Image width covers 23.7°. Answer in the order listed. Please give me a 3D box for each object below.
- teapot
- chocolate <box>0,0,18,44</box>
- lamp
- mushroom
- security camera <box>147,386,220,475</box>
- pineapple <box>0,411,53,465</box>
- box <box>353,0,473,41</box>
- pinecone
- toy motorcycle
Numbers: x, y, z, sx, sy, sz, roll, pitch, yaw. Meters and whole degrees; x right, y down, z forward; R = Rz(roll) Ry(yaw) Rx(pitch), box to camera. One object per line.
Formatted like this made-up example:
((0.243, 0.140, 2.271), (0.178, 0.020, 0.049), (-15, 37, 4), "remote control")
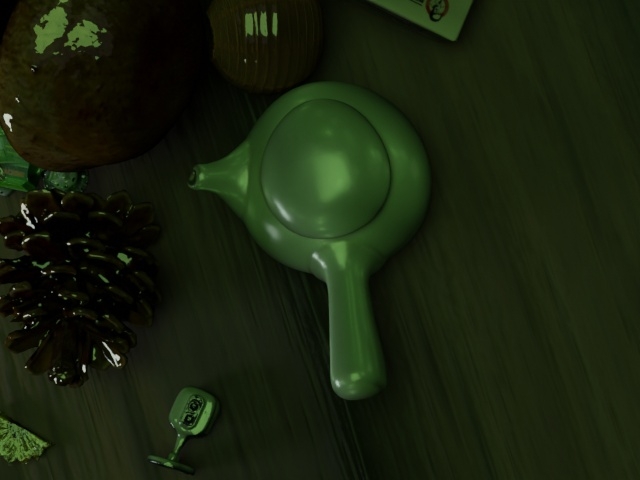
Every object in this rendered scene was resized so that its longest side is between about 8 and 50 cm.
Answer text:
((0.034, -0.017, 1.570), (0.220, 0.149, 0.318), (-38, 78, 7), "teapot")
((-0.395, -0.340, 1.716), (0.224, 0.206, 0.177), (-43, 34, -5), "chocolate")
((-0.058, -0.221, 1.616), (0.136, 0.136, 0.136), (-1, 84, 12), "lamp")
((-0.219, -0.210, 1.591), (0.195, 0.263, 0.283), (1, 49, 9), "mushroom")
((-0.146, 0.202, 1.640), (0.058, 0.058, 0.092), (16, 80, 13), "security camera")
((-0.342, 0.223, 1.691), (0.083, 0.019, 0.045), (31, 88, 10), "pineapple")
((0.023, -0.372, 1.570), (0.353, 0.069, 0.214), (23, 90, -15), "box")
((-0.257, 0.055, 1.615), (0.185, 0.168, 0.212), (-21, 67, 23), "pinecone")
((-0.338, -0.106, 1.698), (0.190, 0.074, 0.106), (13, 78, 13), "toy motorcycle")
